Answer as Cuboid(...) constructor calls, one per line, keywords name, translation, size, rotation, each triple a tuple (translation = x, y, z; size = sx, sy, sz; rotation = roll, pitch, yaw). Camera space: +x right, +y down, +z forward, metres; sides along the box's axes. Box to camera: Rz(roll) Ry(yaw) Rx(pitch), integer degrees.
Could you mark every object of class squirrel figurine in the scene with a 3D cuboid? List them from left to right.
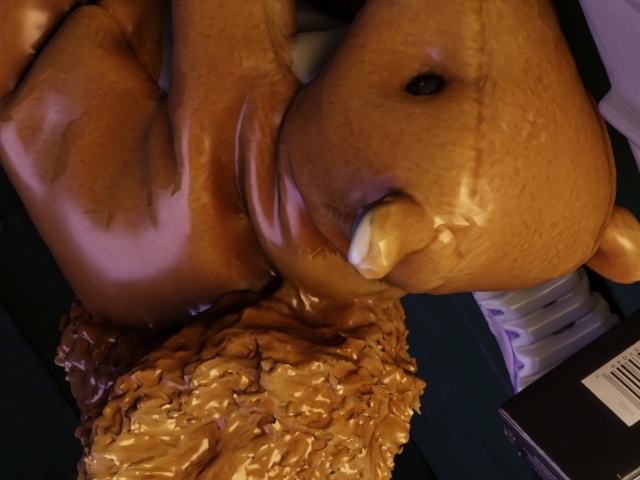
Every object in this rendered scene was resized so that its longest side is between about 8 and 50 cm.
Cuboid(name="squirrel figurine", translation=(0.000, 0.000, 0.991), size=(0.281, 0.397, 0.370), rotation=(7, -174, -39))

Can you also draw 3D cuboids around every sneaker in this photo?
Cuboid(name="sneaker", translation=(0.157, 0.049, 1.289), size=(0.236, 0.095, 0.104), rotation=(64, 179, -24))

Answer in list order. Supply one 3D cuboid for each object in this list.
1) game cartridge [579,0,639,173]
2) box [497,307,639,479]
Cuboid(name="game cartridge", translation=(0.146, -0.095, 0.646), size=(0.355, 0.068, 0.230), rotation=(61, 178, -39))
Cuboid(name="box", translation=(0.211, 0.138, 0.936), size=(0.207, 0.153, 0.108), rotation=(58, 174, -30))
